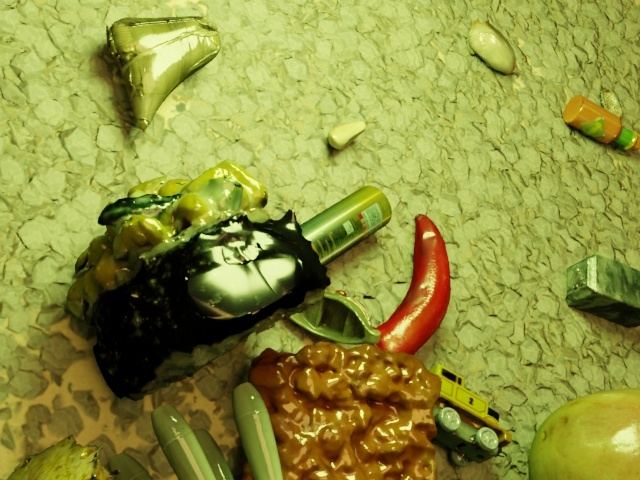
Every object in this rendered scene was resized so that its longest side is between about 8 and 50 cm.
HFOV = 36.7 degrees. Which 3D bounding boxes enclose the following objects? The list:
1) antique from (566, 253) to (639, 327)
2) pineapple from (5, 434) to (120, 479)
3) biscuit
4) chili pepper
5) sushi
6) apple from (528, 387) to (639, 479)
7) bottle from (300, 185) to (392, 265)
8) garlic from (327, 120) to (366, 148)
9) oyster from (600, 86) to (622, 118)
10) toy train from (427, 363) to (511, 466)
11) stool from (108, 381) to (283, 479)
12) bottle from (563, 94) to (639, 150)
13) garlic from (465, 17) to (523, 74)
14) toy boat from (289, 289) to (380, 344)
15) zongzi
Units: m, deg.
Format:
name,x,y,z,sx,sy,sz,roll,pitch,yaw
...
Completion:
name,x,y,z,sx,sy,sz,roll,pitch,yaw
antique,0.574,0.099,1.902,0.183,0.088,0.086,20,60,-21
pineapple,-0.299,0.431,1.222,0.262,0.262,0.272,-50,117,-34
biscuit,0.031,0.313,1.476,0.318,0.110,0.312,9,75,-23
chili pepper,0.149,0.111,1.673,0.137,0.092,0.368,24,51,15
sushi,-0.185,0.032,1.365,0.328,0.328,0.285,-27,86,-23
apple,0.516,0.415,1.617,0.338,0.305,0.338,17,64,-38
bottle,0.000,0.000,1.626,0.286,0.082,0.082,-33,88,-35
garlic,0.044,-0.192,1.748,0.083,0.053,0.041,-30,88,-29
oyster,0.645,-0.306,2.155,0.054,0.019,0.083,-2,73,-28
toy train,0.231,0.296,1.629,0.219,0.089,0.127,30,48,-14
stool,-0.148,0.327,1.307,0.195,0.195,0.199,-7,61,-45
bottle,0.616,-0.246,2.083,0.187,0.069,0.069,23,60,-18
garlic,0.367,-0.400,2.009,0.152,0.066,0.084,49,53,0
toy boat,0.021,0.125,1.572,0.071,0.185,0.089,-17,121,-65
zongzi,-0.244,-0.277,1.593,0.194,0.099,0.197,-13,74,-26
